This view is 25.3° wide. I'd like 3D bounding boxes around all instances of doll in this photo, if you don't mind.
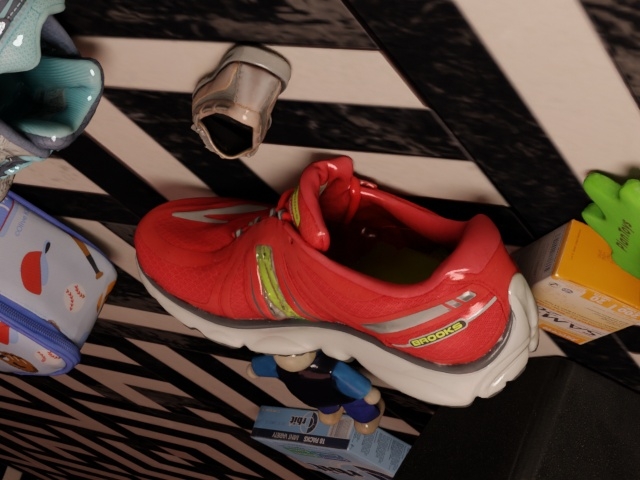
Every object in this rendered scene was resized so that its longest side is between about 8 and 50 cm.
[{"bbox_3d":[-0.004,0.122,1.244,0.129,0.046,0.189,11,162,21],"label":"doll"}]

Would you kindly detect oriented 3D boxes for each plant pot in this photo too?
[{"bbox_3d":[0.168,0.187,1.061,0.188,0.167,0.187,25,161,-22],"label":"plant pot"}]

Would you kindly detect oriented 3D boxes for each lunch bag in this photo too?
[{"bbox_3d":[-0.325,0.018,1.161,0.243,0.115,0.303,32,157,-31],"label":"lunch bag"}]

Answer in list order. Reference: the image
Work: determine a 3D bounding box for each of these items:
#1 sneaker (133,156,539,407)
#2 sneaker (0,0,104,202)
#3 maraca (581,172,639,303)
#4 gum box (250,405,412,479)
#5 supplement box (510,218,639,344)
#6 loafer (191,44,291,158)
[{"bbox_3d":[0.000,0.000,0.825,0.279,0.107,0.118,11,137,34],"label":"sneaker"},{"bbox_3d":[-0.178,-0.067,0.754,0.122,0.110,0.283,15,163,0],"label":"sneaker"},{"bbox_3d":[0.199,0.034,0.687,0.185,0.099,0.127,41,168,20],"label":"maraca"},{"bbox_3d":[0.043,0.234,1.545,0.184,0.041,0.157,33,158,-36],"label":"gum box"},{"bbox_3d":[0.145,0.026,0.808,0.062,0.036,0.098,22,163,-7],"label":"supplement box"},{"bbox_3d":[-0.047,-0.062,0.737,0.045,0.039,0.125,21,163,-8],"label":"loafer"}]
